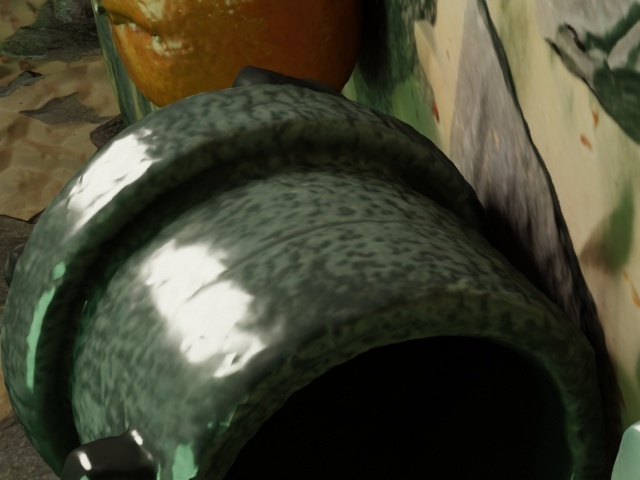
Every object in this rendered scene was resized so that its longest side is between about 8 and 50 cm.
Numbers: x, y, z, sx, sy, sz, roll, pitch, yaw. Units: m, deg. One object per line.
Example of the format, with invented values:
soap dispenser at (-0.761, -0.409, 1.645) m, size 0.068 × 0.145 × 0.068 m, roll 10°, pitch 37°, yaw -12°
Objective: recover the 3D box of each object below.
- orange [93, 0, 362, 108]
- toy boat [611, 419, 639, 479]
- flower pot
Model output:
orange at (-0.066, -0.173, 1.089) m, size 0.224 × 0.170 × 0.224 m, roll 165°, pitch 90°, yaw -83°
toy boat at (0.166, 0.161, 0.638) m, size 0.134 × 0.078 × 0.208 m, roll -143°, pitch 48°, yaw -63°
flower pot at (-0.029, 0.075, 0.885) m, size 0.283 × 0.299 × 0.299 m, roll -128°, pitch 23°, yaw -50°
